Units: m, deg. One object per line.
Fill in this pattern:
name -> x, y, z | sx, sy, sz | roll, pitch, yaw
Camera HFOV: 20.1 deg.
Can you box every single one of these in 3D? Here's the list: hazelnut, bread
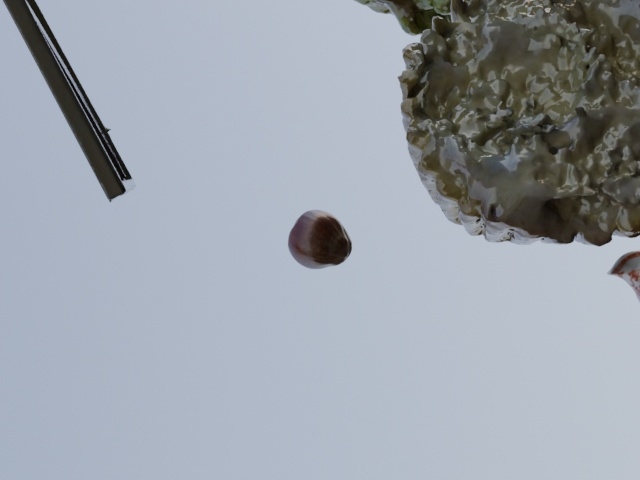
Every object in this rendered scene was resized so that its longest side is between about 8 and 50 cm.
hazelnut -> 0.000, 0.000, 2.304 | 0.086, 0.086, 0.086 | -28, -56, -54
bread -> 0.198, -0.104, 1.497 | 0.149, 0.274, 0.274 | 82, -151, -64

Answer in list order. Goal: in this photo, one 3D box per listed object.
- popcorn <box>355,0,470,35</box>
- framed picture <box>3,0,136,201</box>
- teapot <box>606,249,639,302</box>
popcorn -> 0.141, -0.356, 2.071 | 0.247, 0.282, 0.282 | -5, -76, -53
framed picture -> -0.252, -0.179, 1.645 | 0.315, 0.024, 0.232 | 61, 178, -3
teapot -> 0.476, 0.035, 2.223 | 0.246, 0.116, 0.159 | -17, -35, -32
